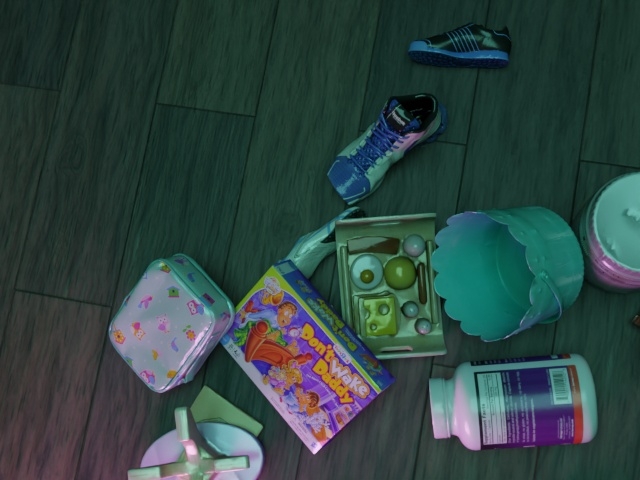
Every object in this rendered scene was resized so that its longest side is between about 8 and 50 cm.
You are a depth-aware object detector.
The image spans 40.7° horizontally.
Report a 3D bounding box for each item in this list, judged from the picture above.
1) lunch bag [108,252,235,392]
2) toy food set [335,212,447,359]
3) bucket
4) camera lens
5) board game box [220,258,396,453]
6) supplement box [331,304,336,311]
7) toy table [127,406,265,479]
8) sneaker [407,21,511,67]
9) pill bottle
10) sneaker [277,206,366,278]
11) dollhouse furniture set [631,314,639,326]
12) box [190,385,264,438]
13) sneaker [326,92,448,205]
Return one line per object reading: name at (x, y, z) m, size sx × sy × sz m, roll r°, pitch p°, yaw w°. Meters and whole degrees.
lunch bag at (-0.325, 0.187, 1.891) m, size 0.224 × 0.108 × 0.279 m, roll 43°, pitch 117°, yaw 12°
toy food set at (0.152, 0.100, 1.852) m, size 0.220 × 0.092 × 0.306 m, roll -4°, pitch 91°, yaw -1°
bucket at (0.383, 0.059, 1.757) m, size 0.183 × 0.281 × 0.281 m, roll -10°, pitch 76°, yaw -34°
camera lens at (0.628, -0.012, 1.744) m, size 0.219 × 0.274 × 0.219 m, roll -1°, pitch 80°, yaw 8°
board game box at (-0.040, 0.247, 1.849) m, size 0.347 × 0.078 × 0.233 m, roll 48°, pitch 117°, yaw 13°
supplement box at (0.000, 0.195, 1.921) m, size 0.098 × 0.036 × 0.062 m, roll -31°, pitch 79°, yaw 1°
toy table at (-0.266, 0.480, 1.828) m, size 0.274 × 0.161 × 0.252 m, roll -20°, pitch 79°, yaw 4°
sneaker at (0.317, -0.450, 1.967) m, size 0.232 × 0.081 × 0.090 m, roll 5°, pitch 78°, yaw 2°
pill bottle at (0.390, 0.333, 1.769) m, size 0.323 × 0.181 × 0.181 m, roll -6°, pitch 80°, yaw 8°
sneaker at (0.000, 0.000, 1.936) m, size 0.237 × 0.085 × 0.086 m, roll -40°, pitch 49°, yaw -7°
dollhouse furniture set at (0.802, 0.085, 1.684) m, size 0.152 × 0.201 × 0.374 m, roll 33°, pitch 104°, yaw -1°
box at (-0.246, 0.452, 1.922) m, size 0.164 × 0.021 × 0.201 m, roll 32°, pitch 87°, yaw 12°
sneaker at (0.142, -0.229, 1.898) m, size 0.315 × 0.182 × 0.127 m, roll -39°, pitch 76°, yaw 0°
